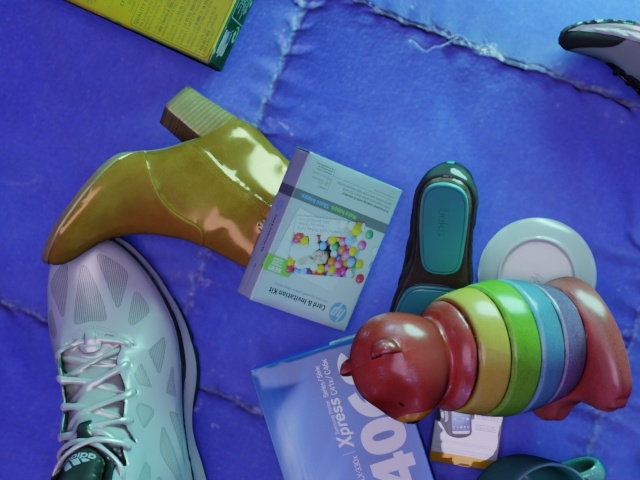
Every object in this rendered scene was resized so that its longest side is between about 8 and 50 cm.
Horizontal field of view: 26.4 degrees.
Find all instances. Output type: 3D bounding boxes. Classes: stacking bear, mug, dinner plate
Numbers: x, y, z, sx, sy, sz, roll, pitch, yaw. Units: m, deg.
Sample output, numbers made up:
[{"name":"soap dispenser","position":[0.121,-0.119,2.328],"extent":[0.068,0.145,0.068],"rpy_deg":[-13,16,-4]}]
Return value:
[{"name":"stacking bear","position":[0.166,0.128,1.496],"extent":[0.289,0.175,0.164],"rpy_deg":[-4,79,-28]},{"name":"mug","position":[0.248,0.313,1.583],"extent":[0.158,0.097,0.129],"rpy_deg":[5,88,-27]},{"name":"dinner plate","position":[0.259,0.043,1.632],"extent":[0.141,0.017,0.141],"rpy_deg":[0,90,9]}]

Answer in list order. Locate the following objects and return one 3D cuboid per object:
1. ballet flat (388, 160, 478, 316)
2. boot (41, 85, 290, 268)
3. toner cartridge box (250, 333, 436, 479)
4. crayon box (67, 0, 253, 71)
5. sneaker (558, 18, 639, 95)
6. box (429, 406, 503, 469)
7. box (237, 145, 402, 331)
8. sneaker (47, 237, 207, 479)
[{"name":"ballet flat","position":[0.140,0.034,1.597],"extent":[0.095,0.096,0.280],"rpy_deg":[13,117,4]},{"name":"boot","position":[-0.163,-0.027,1.618],"extent":[0.211,0.104,0.295],"rpy_deg":[41,72,3]},{"name":"toner cartridge box","position":[0.051,0.286,1.559],"extent":[0.165,0.075,0.347],"rpy_deg":[-18,87,3]},{"name":"crayon box","position":[-0.227,-0.365,1.675],"extent":[0.319,0.081,0.202],"rpy_deg":[26,92,7]},{"name":"sneaker","position":[0.401,-0.183,1.576],"extent":[0.272,0.100,0.108],"rpy_deg":[23,98,8]},{"name":"box","position":[0.180,0.202,1.635],"extent":[0.081,0.028,0.136],"rpy_deg":[9,88,8]},{"name":"box","position":[0.000,0.000,1.617],"extent":[0.145,0.038,0.186],"rpy_deg":[21,93,-33]},{"name":"sneaker","position":[-0.239,0.201,1.578],"extent":[0.169,0.257,0.447],"rpy_deg":[-16,87,8]}]
